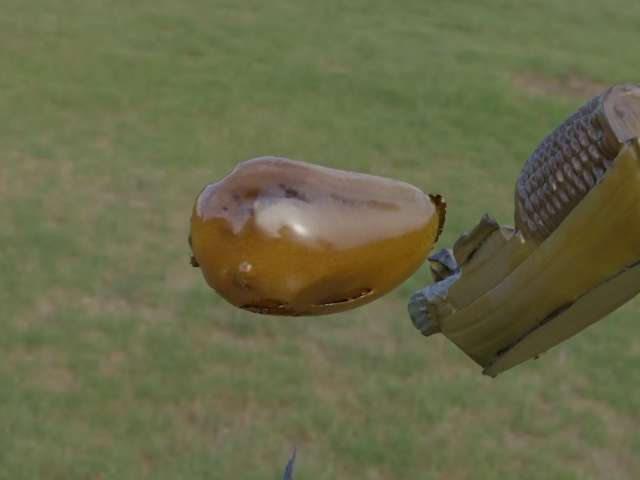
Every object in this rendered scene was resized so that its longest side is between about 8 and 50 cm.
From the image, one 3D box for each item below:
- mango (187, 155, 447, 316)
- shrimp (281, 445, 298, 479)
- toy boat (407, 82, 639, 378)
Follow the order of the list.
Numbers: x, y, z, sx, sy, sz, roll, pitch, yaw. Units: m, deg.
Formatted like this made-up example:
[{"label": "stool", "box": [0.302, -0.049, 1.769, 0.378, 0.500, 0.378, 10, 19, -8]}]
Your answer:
[{"label": "mango", "box": [0.000, 0.000, 0.850, 0.127, 0.077, 0.063, -2, 40, -21]}, {"label": "shrimp", "box": [-0.036, 0.208, 1.009, 0.090, 0.079, 0.233, -11, 41, 22]}, {"label": "toy boat", "box": [0.067, 0.002, 0.531, 0.047, 0.049, 0.149, -18, -14, -26]}]
